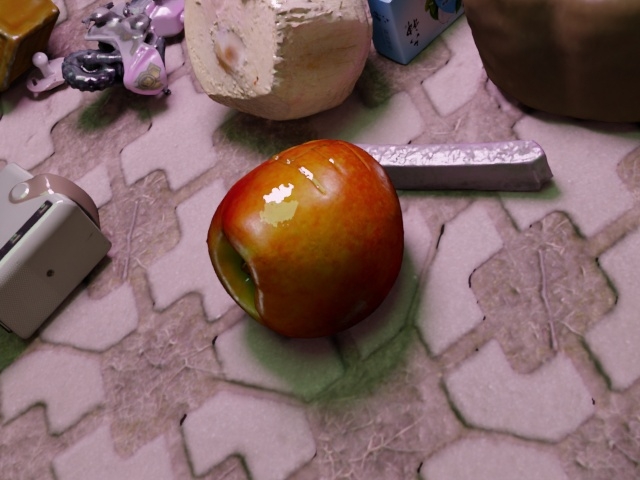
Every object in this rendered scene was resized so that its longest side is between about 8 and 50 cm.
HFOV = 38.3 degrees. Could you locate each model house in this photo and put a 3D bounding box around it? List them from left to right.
[{"bbox_3d":[-0.608,-0.379,1.774,0.173,0.268,0.239,5,47,-33],"label":"model house"}]

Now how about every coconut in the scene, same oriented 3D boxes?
[{"bbox_3d":[-0.056,-0.341,1.488,0.254,0.297,0.297,-22,45,-35],"label":"coconut"}]

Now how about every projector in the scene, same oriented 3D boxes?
[{"bbox_3d":[-0.463,0.005,1.443,0.177,0.163,0.242,31,73,33],"label":"projector"}]

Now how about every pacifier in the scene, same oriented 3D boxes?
[{"bbox_3d":[-0.525,-0.330,1.759,0.099,0.078,0.081,-28,54,-3],"label":"pacifier"}]

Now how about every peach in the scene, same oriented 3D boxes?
[{"bbox_3d":[0.000,0.000,1.263,0.274,0.248,0.245,-33,86,-23],"label":"peach"}]

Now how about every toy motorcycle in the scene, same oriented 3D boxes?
[{"bbox_3d":[-0.322,-0.362,1.689,0.188,0.143,0.327,15,46,17],"label":"toy motorcycle"}]

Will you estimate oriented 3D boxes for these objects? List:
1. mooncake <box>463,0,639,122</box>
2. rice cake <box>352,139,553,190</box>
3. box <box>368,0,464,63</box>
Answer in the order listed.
[{"bbox_3d":[0.441,-0.407,1.387,0.467,0.262,0.467,-9,50,12],"label":"mooncake"},{"bbox_3d":[0.163,-0.113,1.384,0.365,0.073,0.056,1,58,22],"label":"rice cake"},{"bbox_3d":[0.180,-0.430,1.560,0.232,0.142,0.083,-44,55,-16],"label":"box"}]
